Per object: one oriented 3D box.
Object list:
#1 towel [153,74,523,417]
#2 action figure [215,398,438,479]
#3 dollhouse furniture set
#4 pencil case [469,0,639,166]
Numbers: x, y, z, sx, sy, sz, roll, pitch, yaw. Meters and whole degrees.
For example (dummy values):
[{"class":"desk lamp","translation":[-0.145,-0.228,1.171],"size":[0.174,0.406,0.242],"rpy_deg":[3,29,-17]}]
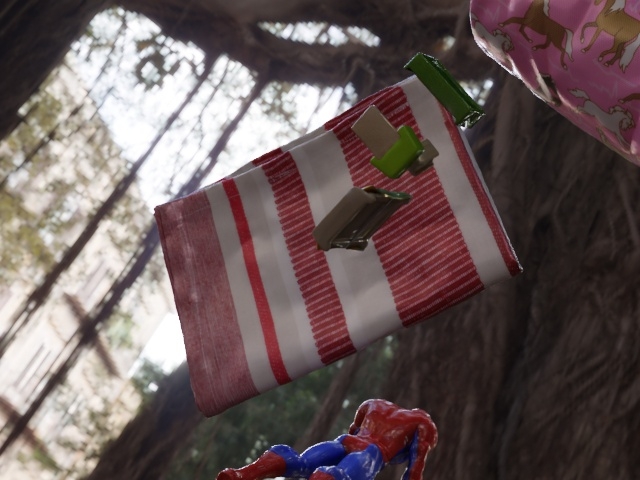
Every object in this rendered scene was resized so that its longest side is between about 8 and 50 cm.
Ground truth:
[{"class":"towel","translation":[0.000,0.000,0.990],"size":[0.328,0.237,0.037],"rpy_deg":[-26,-30,13]},{"class":"action figure","translation":[0.019,0.218,0.873],"size":[0.091,0.280,0.139],"rpy_deg":[17,-73,30]},{"class":"dollhouse furniture set","translation":[0.044,-0.060,0.754],"size":[0.152,0.076,0.059],"rpy_deg":[-47,-109,21]},{"class":"pencil case","translation":[0.311,-0.171,0.979],"size":[0.386,0.160,0.167],"rpy_deg":[47,-9,40]}]
